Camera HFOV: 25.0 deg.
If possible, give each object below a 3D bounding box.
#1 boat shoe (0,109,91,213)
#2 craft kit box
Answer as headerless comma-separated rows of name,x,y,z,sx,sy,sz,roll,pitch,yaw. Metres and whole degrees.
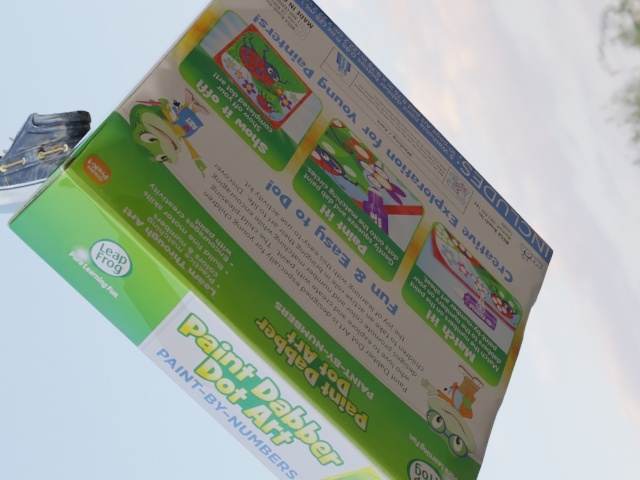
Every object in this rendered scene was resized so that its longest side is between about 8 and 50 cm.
boat shoe,-0.289,-0.075,1.408,0.065,0.183,0.083,5,-102,-60
craft kit box,0.000,0.000,0.737,0.250,0.061,0.247,45,-146,-11
